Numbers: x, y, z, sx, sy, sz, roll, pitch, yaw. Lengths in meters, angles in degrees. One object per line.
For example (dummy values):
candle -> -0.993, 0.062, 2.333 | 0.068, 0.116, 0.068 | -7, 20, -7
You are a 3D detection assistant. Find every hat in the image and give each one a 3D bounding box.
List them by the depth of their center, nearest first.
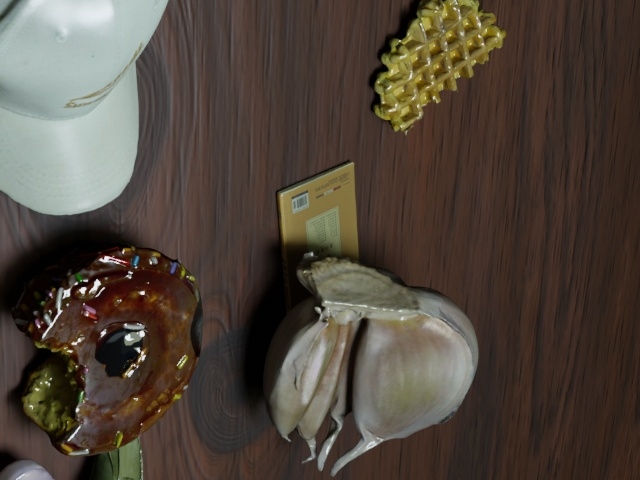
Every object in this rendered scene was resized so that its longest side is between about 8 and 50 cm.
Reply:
hat -> -0.226, -0.157, 1.254 | 0.258, 0.168, 0.301 | -29, 126, -31

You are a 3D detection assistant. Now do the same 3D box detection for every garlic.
garlic -> 0.054, 0.145, 1.632 | 0.237, 0.210, 0.292 | -35, 141, -35

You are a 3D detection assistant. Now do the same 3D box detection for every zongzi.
zongzi -> -0.218, 0.262, 1.493 | 0.062, 0.130, 0.154 | 10, 103, -13

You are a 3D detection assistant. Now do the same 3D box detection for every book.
book -> 0.000, 0.000, 1.658 | 0.118, 0.012, 0.172 | -24, 124, -34

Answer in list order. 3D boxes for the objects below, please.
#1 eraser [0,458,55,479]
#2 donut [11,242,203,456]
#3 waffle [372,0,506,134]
eraser -> -0.328, 0.336, 1.468 | 0.204, 0.059, 0.243 | -11, 120, -40
donut -> -0.226, 0.101, 1.429 | 0.216, 0.096, 0.230 | -39, 132, -27
waffle -> 0.141, -0.213, 1.668 | 0.160, 0.046, 0.192 | 25, 91, -47
